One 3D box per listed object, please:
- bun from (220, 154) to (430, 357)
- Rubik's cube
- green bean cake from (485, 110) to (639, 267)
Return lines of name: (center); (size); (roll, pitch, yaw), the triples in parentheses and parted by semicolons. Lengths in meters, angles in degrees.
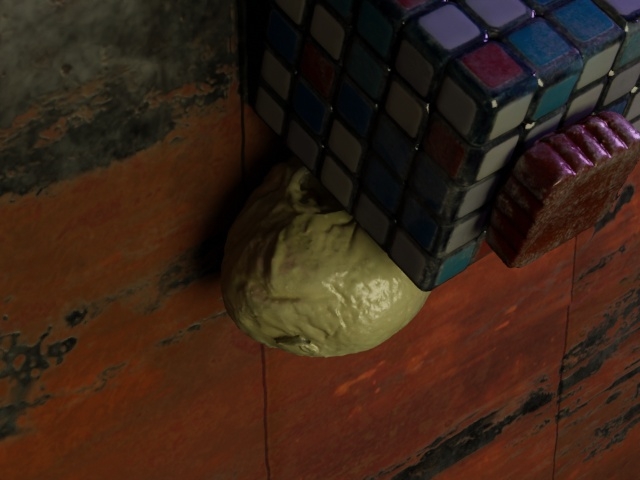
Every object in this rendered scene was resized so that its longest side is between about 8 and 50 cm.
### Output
bun: (0.000, 0.000, 1.820); (0.244, 0.244, 0.153); (-41, 133, -16)
Rubik's cube: (0.139, -0.181, 1.703); (0.292, 0.287, 0.293); (-30, 154, -26)
green bean cake: (0.217, -0.049, 1.618); (0.135, 0.056, 0.136); (-24, 152, -32)
